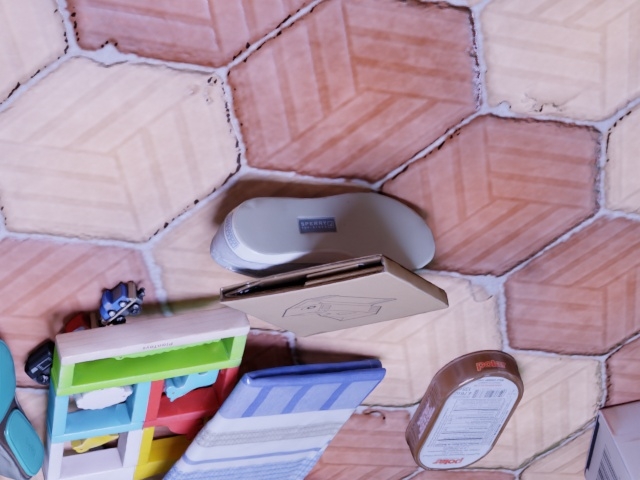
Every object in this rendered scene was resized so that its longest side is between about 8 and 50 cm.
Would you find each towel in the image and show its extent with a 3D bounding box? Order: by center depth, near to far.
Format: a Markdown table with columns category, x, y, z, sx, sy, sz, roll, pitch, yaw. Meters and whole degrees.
| category | x | y | z | sx | sy | sz | roll | pitch | yaw |
| --- | --- | --- | --- | --- | --- | --- | --- | --- | --- |
| towel | -0.072 | 0.225 | 1.786 | 0.209 | 0.034 | 0.285 | -1 | 139 | -42 |

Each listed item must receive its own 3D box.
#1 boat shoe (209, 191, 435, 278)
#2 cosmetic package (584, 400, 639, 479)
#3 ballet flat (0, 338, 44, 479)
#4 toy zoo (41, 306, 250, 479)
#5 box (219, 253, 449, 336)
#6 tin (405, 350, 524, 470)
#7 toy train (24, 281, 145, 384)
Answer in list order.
| category | x | y | z | sx | sy | sz | roll | pitch | yaw |
| --- | --- | --- | --- | --- | --- | --- | --- | --- | --- |
| boat shoe | 0.000 | 0.001 | 1.575 | 0.227 | 0.079 | 0.081 | 3 | 159 | -30 |
| cosmetic package | 0.487 | 0.265 | 2.008 | 0.296 | 0.129 | 0.153 | -9 | 138 | -11 |
| ballet flat | -0.331 | 0.168 | 1.636 | 0.068 | 0.072 | 0.213 | 8 | 139 | 15 |
| toy zoo | -0.187 | 0.177 | 1.703 | 0.192 | 0.030 | 0.293 | -9 | 144 | -19 |
| box | 0.017 | 0.056 | 1.588 | 0.164 | 0.021 | 0.201 | -12 | 165 | 19 |
| tin | 0.164 | 0.198 | 1.881 | 0.106 | 0.040 | 0.190 | 4 | 136 | -18 |
| toy train | -0.232 | 0.089 | 1.613 | 0.158 | 0.027 | 0.036 | -37 | 126 | 21 |
